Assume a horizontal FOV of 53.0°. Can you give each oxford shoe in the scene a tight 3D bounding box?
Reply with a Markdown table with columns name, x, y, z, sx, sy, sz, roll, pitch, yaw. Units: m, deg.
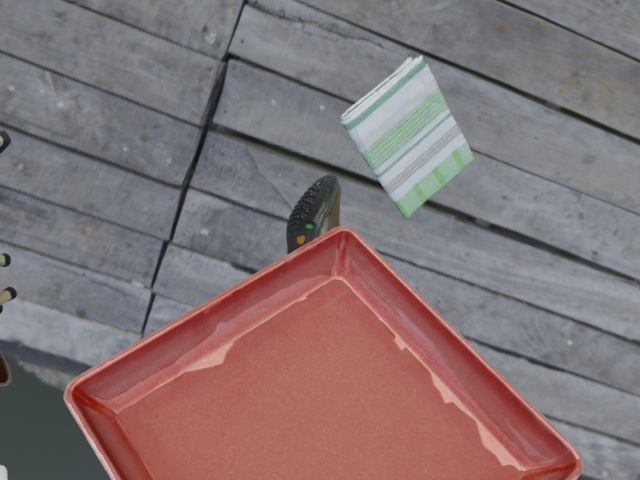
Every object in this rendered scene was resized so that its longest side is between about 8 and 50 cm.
| name | x | y | z | sx | sy | sz | roll | pitch | yaw |
| --- | --- | --- | --- | --- | --- | --- | --- | --- | --- |
| oxford shoe | 0.000 | 0.000 | 0.984 | 0.082 | 0.227 | 0.096 | -17 | 138 | 41 |

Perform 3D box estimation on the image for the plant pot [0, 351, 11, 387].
| name | x | y | z | sx | sy | sz | roll | pitch | yaw |
| --- | --- | --- | --- | --- | --- | --- | --- | --- | --- |
| plant pot | -0.507 | 0.167 | 0.788 | 0.165 | 0.167 | 0.167 | -39 | 114 | -12 |

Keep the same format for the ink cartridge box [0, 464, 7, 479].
| name | x | y | z | sx | sy | sz | roll | pitch | yaw |
| --- | --- | --- | --- | --- | --- | --- | --- | --- | --- |
| ink cartridge box | -0.340 | 0.260 | 0.503 | 0.067 | 0.198 | 0.116 | -19 | 81 | 51 |

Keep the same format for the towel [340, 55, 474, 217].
| name | x | y | z | sx | sy | sz | roll | pitch | yaw |
| --- | --- | --- | --- | --- | --- | --- | --- | --- | --- |
| towel | 0.098 | -0.112 | 0.711 | 0.113 | 0.023 | 0.152 | -40 | 124 | -3 |

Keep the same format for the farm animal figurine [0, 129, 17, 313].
| name | x | y | z | sx | sy | sz | roll | pitch | yaw |
| --- | --- | --- | --- | --- | --- | --- | --- | --- | --- |
| farm animal figurine | -0.525 | -0.059 | 0.805 | 0.330 | 0.172 | 0.327 | 34 | 105 | 8 |

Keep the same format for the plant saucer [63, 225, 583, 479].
| name | x | y | z | sx | sy | sz | roll | pitch | yaw |
| --- | --- | --- | --- | --- | --- | --- | --- | --- | --- |
| plant saucer | 0.001 | 0.138 | 0.447 | 0.258 | 0.259 | 0.048 | -30 | 150 | -27 |
